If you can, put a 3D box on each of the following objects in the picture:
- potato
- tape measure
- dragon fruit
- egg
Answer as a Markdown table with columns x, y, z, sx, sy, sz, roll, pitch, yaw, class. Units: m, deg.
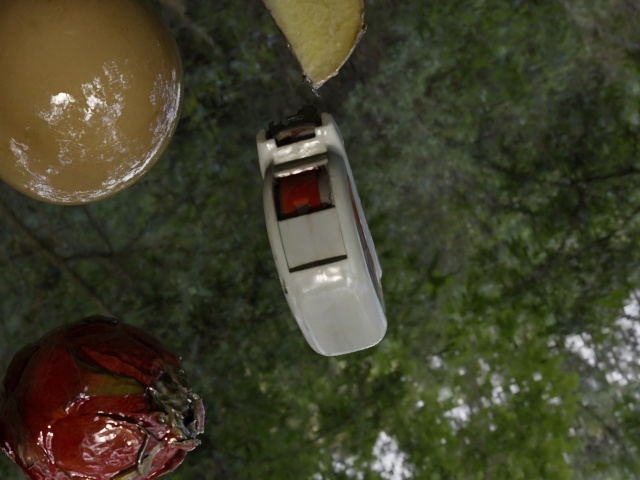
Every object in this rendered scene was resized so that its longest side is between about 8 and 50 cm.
| x | y | z | sx | sy | sz | roll | pitch | yaw | class |
| --- | --- | --- | --- | --- | --- | --- | --- | --- | --- |
| -0.027 | -0.252 | 0.940 | 0.098 | 0.243 | 0.138 | -31 | -179 | 7 | potato |
| 0.000 | 0.000 | 1.367 | 0.130 | 0.258 | 0.265 | -12 | -139 | 7 | tape measure |
| -0.338 | 0.254 | 1.561 | 0.342 | 0.277 | 0.277 | -26 | -177 | 30 | dragon fruit |
| -0.342 | -0.206 | 1.443 | 0.301 | 0.301 | 0.374 | -26 | 169 | -24 | egg |
